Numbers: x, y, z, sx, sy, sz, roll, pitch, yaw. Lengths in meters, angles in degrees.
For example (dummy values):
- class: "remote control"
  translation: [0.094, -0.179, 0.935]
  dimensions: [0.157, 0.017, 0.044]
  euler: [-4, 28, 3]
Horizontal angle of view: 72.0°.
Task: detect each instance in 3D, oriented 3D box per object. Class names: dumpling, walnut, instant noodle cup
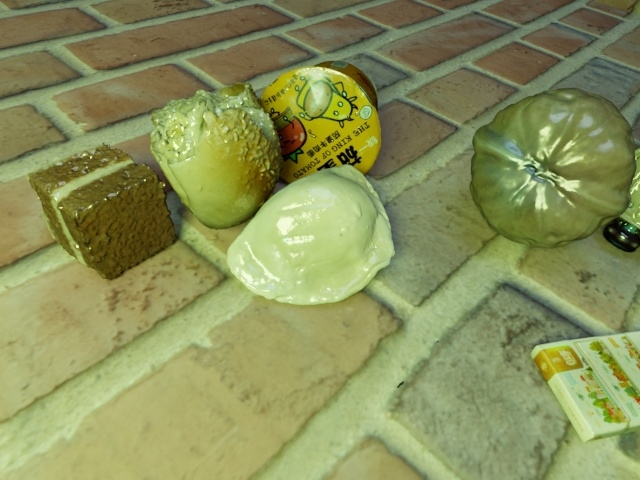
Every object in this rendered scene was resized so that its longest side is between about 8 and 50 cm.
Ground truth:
- class: "dumpling"
  translation: [0.000, 0.000, 0.626]
  dimensions: [0.252, 0.131, 0.179]
  euler: [-33, 82, -23]
- class: "walnut"
  translation: [0.359, -0.111, 0.695]
  dimensions: [0.249, 0.248, 0.248]
  euler: [5, 45, -5]
- class: "instant noodle cup"
  translation: [0.010, -0.218, 0.788]
  dimensions: [0.216, 0.215, 0.172]
  euler: [15, 36, 5]

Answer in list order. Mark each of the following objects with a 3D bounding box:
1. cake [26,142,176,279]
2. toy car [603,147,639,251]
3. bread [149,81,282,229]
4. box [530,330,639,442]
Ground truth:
- class: "cake"
  translation: [-0.302, -0.047, 0.614]
  dimensions: [0.147, 0.135, 0.135]
  euler: [33, 50, 29]
- class: "toy car"
  translation: [0.625, -0.050, 0.750]
  dimensions: [0.198, 0.204, 0.248]
  euler: [-7, 44, -48]
- class: "bread"
  translation: [-0.141, -0.118, 0.646]
  dimensions: [0.171, 0.191, 0.314]
  euler: [-22, 25, -8]
- class: "box"
  translation: [0.400, 0.177, 0.569]
  dimensions: [0.221, 0.032, 0.122]
  euler: [-5, 47, -13]
